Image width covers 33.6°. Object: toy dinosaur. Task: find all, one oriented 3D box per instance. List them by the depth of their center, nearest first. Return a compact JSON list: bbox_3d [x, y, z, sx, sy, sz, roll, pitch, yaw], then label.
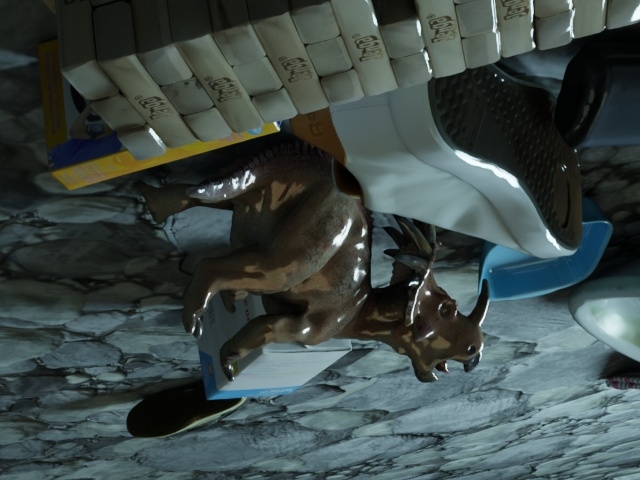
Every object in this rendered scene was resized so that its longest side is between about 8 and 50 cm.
[{"bbox_3d":[0.000,0.000,0.760,0.200,0.127,0.295,-24,141,5],"label":"toy dinosaur"}]

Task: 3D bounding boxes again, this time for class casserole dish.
[{"bbox_3d":[0.198,0.007,0.964,0.114,0.037,0.188,-11,157,0],"label":"casserole dish"}]

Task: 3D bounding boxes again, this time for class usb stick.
[{"bbox_3d":[0.287,-0.100,0.722,0.278,0.045,0.077,-4,129,-19],"label":"usb stick"}]

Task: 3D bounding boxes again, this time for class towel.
[{"bbox_3d":[0.516,0.207,1.524,0.144,0.029,0.197,-1,175,-11],"label":"towel"}]

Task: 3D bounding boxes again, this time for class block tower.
[{"bbox_3d":[0.038,-0.131,0.485,0.336,0.097,0.091,-13,157,8],"label":"block tower"}]

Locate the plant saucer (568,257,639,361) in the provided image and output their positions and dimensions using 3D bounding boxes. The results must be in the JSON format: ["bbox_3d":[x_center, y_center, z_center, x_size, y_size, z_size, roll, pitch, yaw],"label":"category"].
[{"bbox_3d":[0.458,0.083,1.067,0.401,0.100,0.400,20,168,5],"label":"plant saucer"}]

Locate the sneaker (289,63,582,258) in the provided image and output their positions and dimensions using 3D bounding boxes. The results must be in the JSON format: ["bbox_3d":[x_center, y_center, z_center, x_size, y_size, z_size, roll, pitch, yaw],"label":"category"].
[{"bbox_3d":[0.085,-0.058,0.703,0.123,0.105,0.290,-5,161,33],"label":"sneaker"}]

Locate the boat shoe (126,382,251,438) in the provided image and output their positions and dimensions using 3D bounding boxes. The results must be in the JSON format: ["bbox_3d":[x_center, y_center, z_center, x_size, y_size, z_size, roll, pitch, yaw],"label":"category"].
[{"bbox_3d":[-0.150,0.199,1.235,0.152,0.056,0.049,-17,152,13],"label":"boat shoe"}]

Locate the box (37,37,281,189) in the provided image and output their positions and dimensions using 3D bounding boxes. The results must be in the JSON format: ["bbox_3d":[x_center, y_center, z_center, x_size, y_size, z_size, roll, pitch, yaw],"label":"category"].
[{"bbox_3d":[-0.079,-0.083,0.558,0.136,0.081,0.028,-16,157,10],"label":"box"}]

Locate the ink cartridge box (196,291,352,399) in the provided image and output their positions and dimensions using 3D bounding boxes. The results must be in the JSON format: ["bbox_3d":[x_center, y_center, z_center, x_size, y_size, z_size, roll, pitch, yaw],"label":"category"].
[{"bbox_3d":[-0.041,0.075,0.939,0.090,0.092,0.143,2,155,-30],"label":"ink cartridge box"}]
